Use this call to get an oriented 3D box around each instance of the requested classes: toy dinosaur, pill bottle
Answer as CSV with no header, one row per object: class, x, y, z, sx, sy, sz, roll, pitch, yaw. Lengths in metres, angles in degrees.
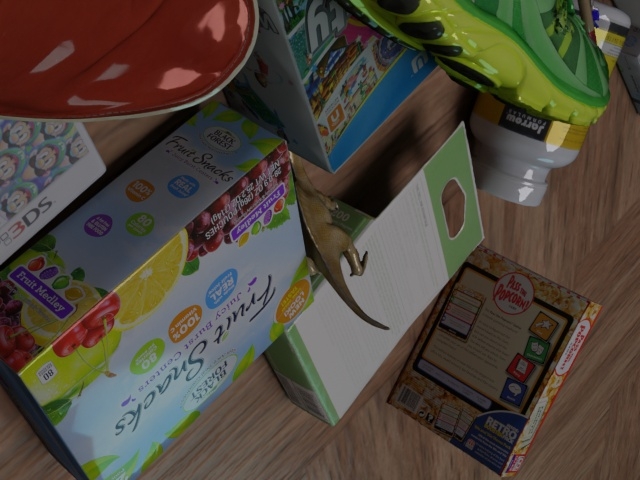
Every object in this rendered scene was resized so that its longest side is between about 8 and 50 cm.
toy dinosaur,0.000,0.000,0.696,0.053,0.183,0.092,-22,156,4
pill bottle,0.195,-0.128,0.879,0.103,0.103,0.184,-4,117,-53

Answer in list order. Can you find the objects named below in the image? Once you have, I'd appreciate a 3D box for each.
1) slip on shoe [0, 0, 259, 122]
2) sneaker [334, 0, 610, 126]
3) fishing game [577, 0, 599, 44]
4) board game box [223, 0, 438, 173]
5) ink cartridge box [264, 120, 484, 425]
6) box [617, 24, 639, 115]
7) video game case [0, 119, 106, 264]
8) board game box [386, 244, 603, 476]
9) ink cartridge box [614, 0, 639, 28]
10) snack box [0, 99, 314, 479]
slip on shoe,-0.144,-0.100,0.391,0.331,0.101,0.123,4,116,-51
sneaker,0.112,-0.146,0.569,0.295,0.109,0.123,14,104,-58
fishing game,0.197,-0.269,0.711,0.189,0.041,0.264,53,46,-57
board game box,0.011,-0.223,0.561,0.224,0.097,0.303,-47,146,-19
ink cartridge box,0.045,0.023,0.837,0.235,0.056,0.171,-51,147,-21
box,0.405,-0.237,1.147,0.145,0.038,0.186,-60,149,-2
video game case,-0.189,-0.045,0.492,0.143,0.019,0.157,-46,145,-22
board game box,0.174,0.117,1.002,0.045,0.147,0.193,17,101,-57
ink cartridge box,0.383,-0.310,0.910,0.198,0.197,0.270,-62,148,1
snack box,-0.102,0.041,0.626,0.207,0.070,0.174,-42,149,-24
